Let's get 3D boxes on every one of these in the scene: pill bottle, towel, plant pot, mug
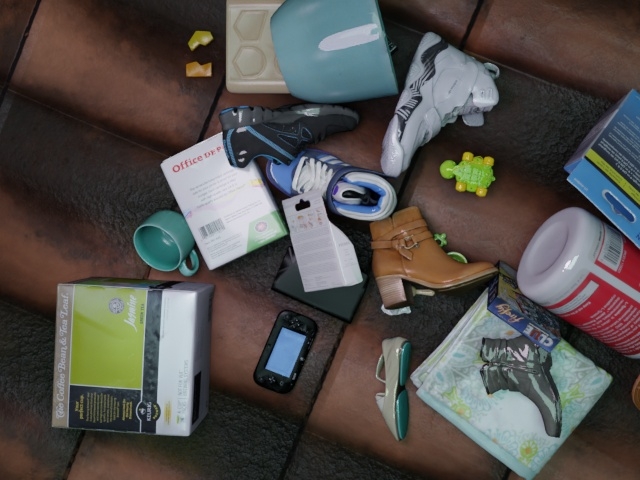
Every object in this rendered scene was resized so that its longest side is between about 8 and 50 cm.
[{"bbox_3d":[0.662,0.118,1.721,0.408,0.229,0.229,31,94,-11],"label":"pill bottle"},{"bbox_3d":[0.444,0.332,1.830,0.374,0.090,0.320,39,95,1],"label":"towel"},{"bbox_3d":[0.025,-0.436,1.714,0.235,0.293,0.293,-13,91,10],"label":"plant pot"},{"bbox_3d":[-0.361,0.004,1.858,0.129,0.097,0.157,0,123,25],"label":"mug"}]

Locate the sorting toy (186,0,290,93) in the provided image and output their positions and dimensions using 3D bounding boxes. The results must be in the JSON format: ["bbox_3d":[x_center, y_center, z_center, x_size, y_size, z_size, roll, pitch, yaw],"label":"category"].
[{"bbox_3d":[-0.167,-0.469,1.866,0.307,0.041,0.229,1,97,4],"label":"sorting toy"}]

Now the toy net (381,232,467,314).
[{"bbox_3d":[0.232,0.089,1.855,0.232,0.045,0.122,-38,90,4],"label":"toy net"}]

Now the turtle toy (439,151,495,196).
[{"bbox_3d":[0.345,-0.158,1.827,0.130,0.066,0.095,14,93,4],"label":"turtle toy"}]

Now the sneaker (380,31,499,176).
[{"bbox_3d":[0.276,-0.287,1.756,0.210,0.137,0.366,20,71,1],"label":"sneaker"}]

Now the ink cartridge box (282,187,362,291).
[{"bbox_3d":[0.000,0.000,1.764,0.056,0.181,0.224,-13,90,-32],"label":"ink cartridge box"}]

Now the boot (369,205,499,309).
[{"bbox_3d":[0.253,0.025,1.799,0.283,0.109,0.220,-17,69,22],"label":"boot"}]

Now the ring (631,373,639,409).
[{"bbox_3d":[0.843,0.286,1.694,0.337,0.032,0.336,-9,134,-9],"label":"ring"}]

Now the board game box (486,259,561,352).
[{"bbox_3d":[0.455,0.142,1.744,0.165,0.243,0.042,35,112,2],"label":"board game box"}]

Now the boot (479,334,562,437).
[{"bbox_3d":[0.449,0.330,1.759,0.161,0.083,0.246,-11,85,9],"label":"boot"}]

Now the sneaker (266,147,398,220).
[{"bbox_3d":[0.020,-0.134,1.764,0.323,0.236,0.130,20,93,2],"label":"sneaker"}]

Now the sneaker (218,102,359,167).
[{"bbox_3d":[-0.068,-0.245,1.789,0.341,0.125,0.139,-8,101,-23],"label":"sneaker"}]

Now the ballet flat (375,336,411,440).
[{"bbox_3d":[0.171,0.351,1.861,0.086,0.086,0.248,3,91,4],"label":"ballet flat"}]

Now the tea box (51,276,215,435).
[{"bbox_3d":[-0.430,0.260,1.817,0.324,0.220,0.329,4,92,3],"label":"tea box"}]

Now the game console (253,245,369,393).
[{"bbox_3d":[-0.040,0.202,1.878,0.213,0.044,0.361,23,94,3],"label":"game console"}]

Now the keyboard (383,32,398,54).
[{"bbox_3d":[0.102,-0.418,1.855,0.180,0.023,0.108,-39,90,5],"label":"keyboard"}]

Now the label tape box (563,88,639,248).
[{"bbox_3d":[0.674,-0.134,1.702,0.249,0.115,0.347,43,61,0],"label":"label tape box"}]

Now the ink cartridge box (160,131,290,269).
[{"bbox_3d":[-0.221,-0.098,1.840,0.201,0.117,0.278,-25,90,4],"label":"ink cartridge box"}]
